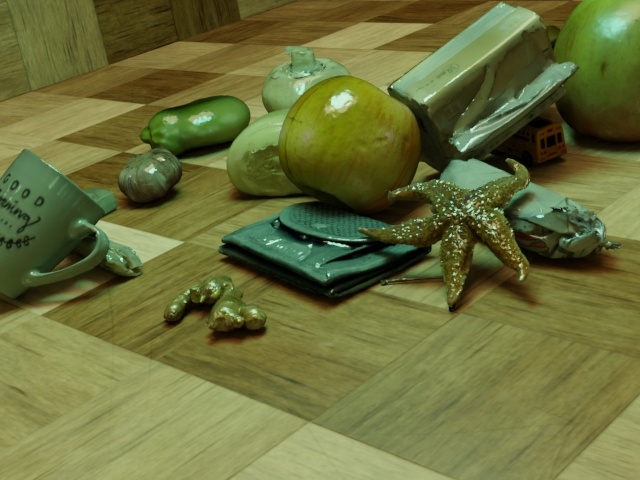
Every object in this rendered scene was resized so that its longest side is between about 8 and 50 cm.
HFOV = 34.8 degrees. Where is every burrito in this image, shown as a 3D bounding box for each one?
[{"bbox_3d":[0.334,-0.049,1.737,0.139,0.101,0.445,-20,25,-21],"label":"burrito"},{"bbox_3d":[-0.435,0.016,1.956,0.082,0.059,0.275,28,-8,-40],"label":"burrito"}]

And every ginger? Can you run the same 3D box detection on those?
[{"bbox_3d":[-0.168,0.100,1.658,0.193,0.053,0.176,-5,28,14],"label":"ginger"}]

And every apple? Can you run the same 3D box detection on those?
[{"bbox_3d":[0.054,-0.183,1.935,0.286,0.233,0.286,27,-5,3],"label":"apple"},{"bbox_3d":[0.634,-0.371,2.108,0.338,0.305,0.338,-10,22,4],"label":"apple"}]

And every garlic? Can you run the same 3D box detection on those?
[{"bbox_3d":[-0.372,-0.140,2.254,0.159,0.102,0.147,-3,34,46],"label":"garlic"}]

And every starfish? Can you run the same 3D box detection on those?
[{"bbox_3d":[0.217,-0.020,1.628,0.299,0.060,0.302,-22,42,3],"label":"starfish"}]

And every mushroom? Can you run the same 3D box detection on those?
[{"bbox_3d":[-0.037,-0.397,2.598,0.246,0.202,0.246,-8,33,5],"label":"mushroom"}]

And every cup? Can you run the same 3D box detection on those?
[{"bbox_3d":[-0.508,-0.004,1.847,0.258,0.186,0.234,31,79,25],"label":"cup"}]

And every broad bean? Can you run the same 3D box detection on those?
[{"bbox_3d":[-0.309,-0.290,2.561,0.291,0.119,0.238,-23,17,-35],"label":"broad bean"}]

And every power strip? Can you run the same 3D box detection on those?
[{"bbox_3d":[-0.550,-0.041,2.164,0.080,0.048,0.286,5,28,35],"label":"power strip"}]

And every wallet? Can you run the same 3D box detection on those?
[{"bbox_3d":[0.000,0.000,1.804,0.237,0.075,0.342,-21,24,-32],"label":"wallet"}]

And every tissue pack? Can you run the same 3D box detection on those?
[{"bbox_3d":[0.331,-0.280,1.992,0.305,0.239,0.238,-37,29,-10],"label":"tissue pack"}]

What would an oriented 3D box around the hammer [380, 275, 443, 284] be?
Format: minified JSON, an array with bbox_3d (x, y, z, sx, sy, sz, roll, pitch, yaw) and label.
[{"bbox_3d":[0.158,0.062,1.659,0.122,0.014,0.029,-5,14,16],"label":"hammer"}]

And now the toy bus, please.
[{"bbox_3d":[0.420,-0.218,2.117,0.083,0.088,0.194,-21,25,-21],"label":"toy bus"}]

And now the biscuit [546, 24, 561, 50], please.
[{"bbox_3d":[0.380,-0.343,2.300,0.394,0.070,0.350,-32,-6,-6],"label":"biscuit"}]

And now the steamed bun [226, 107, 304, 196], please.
[{"bbox_3d":[-0.072,-0.204,2.190,0.272,0.166,0.232,-3,25,18],"label":"steamed bun"}]
